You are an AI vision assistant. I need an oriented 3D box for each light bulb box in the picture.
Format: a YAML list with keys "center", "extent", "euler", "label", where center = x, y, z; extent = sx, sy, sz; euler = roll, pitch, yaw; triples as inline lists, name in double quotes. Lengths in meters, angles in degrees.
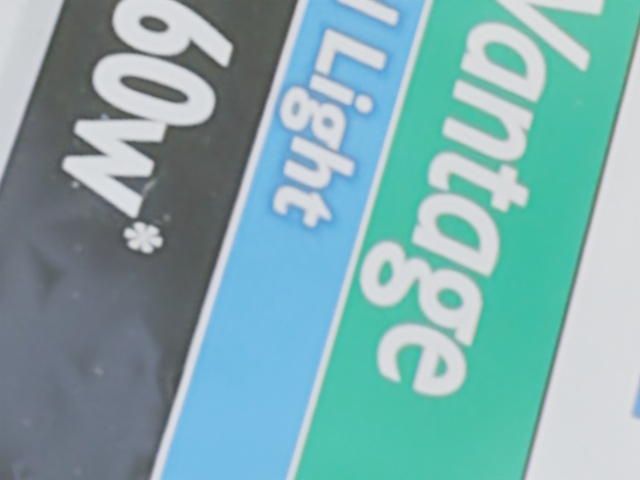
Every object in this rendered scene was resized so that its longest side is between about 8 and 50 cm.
- center: [-0.088, 0.012, 0.504]
  extent: [0.361, 0.358, 0.225]
  euler: [17, 76, -1]
  label: "light bulb box"
